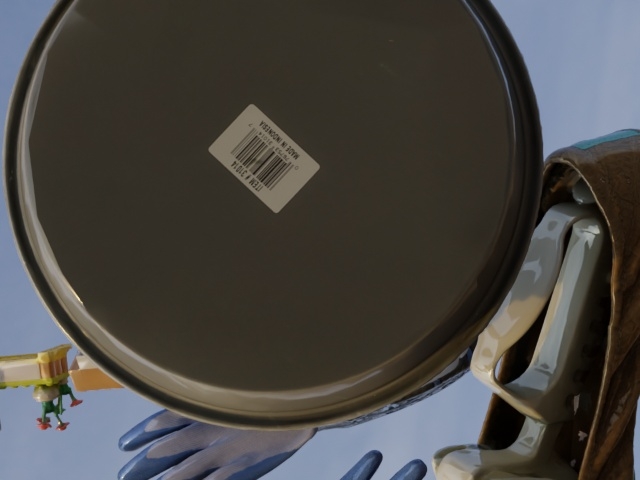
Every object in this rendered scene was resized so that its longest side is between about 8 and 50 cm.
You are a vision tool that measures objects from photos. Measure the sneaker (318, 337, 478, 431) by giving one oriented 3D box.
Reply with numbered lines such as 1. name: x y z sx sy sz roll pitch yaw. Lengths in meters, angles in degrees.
1. sneaker: 0.007 0.083 1.122 0.211 0.081 0.080 -16 -12 -2

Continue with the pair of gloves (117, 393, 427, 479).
1. pair of gloves: -0.020 0.133 0.918 0.159 0.198 0.023 -29 -24 0

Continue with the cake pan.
1. cake pan: -0.026 -0.045 0.902 0.293 0.293 0.054 -52 -3 -2

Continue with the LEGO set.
1. LEGO set: -0.303 0.157 1.488 0.287 0.132 0.107 -8 -86 -17

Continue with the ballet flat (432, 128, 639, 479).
1. ballet flat: 0.134 0.098 1.016 0.124 0.116 0.342 6 -79 -40
